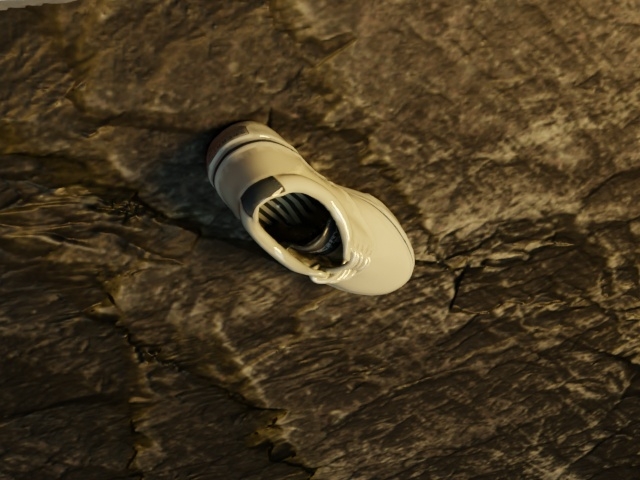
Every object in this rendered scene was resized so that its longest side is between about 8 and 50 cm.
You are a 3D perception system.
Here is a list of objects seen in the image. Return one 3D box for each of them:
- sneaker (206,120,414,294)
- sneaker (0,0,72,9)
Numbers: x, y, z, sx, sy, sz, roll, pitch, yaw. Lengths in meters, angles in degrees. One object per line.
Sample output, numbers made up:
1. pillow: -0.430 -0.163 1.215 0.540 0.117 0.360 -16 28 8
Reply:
1. sneaker: 0.000 0.000 1.081 0.094 0.091 0.258 -39 138 18
2. sneaker: -0.136 -0.217 0.755 0.319 0.112 0.131 -13 143 -14
